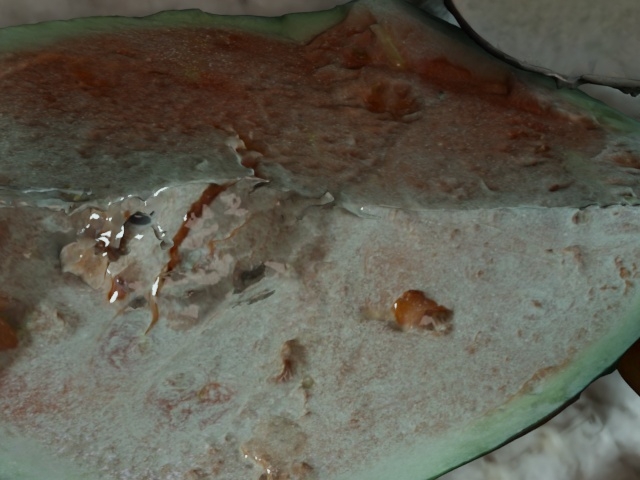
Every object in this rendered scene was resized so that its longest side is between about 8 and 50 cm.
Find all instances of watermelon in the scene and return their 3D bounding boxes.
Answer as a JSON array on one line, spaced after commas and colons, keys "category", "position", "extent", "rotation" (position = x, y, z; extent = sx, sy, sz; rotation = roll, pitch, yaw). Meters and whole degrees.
[{"category": "watermelon", "position": [0.000, 0.000, 0.698], "extent": [0.305, 0.180, 0.224], "rotation": [-3, 82, -18]}]

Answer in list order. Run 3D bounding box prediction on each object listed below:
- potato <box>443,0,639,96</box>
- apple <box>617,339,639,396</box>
[{"category": "potato", "position": [0.189, -0.185, 0.762], "extent": [0.300, 0.196, 0.246], "rotation": [-41, 82, 12]}, {"category": "apple", "position": [0.219, 0.015, 0.781], "extent": [0.195, 0.173, 0.160], "rotation": [-36, 100, -12]}]
